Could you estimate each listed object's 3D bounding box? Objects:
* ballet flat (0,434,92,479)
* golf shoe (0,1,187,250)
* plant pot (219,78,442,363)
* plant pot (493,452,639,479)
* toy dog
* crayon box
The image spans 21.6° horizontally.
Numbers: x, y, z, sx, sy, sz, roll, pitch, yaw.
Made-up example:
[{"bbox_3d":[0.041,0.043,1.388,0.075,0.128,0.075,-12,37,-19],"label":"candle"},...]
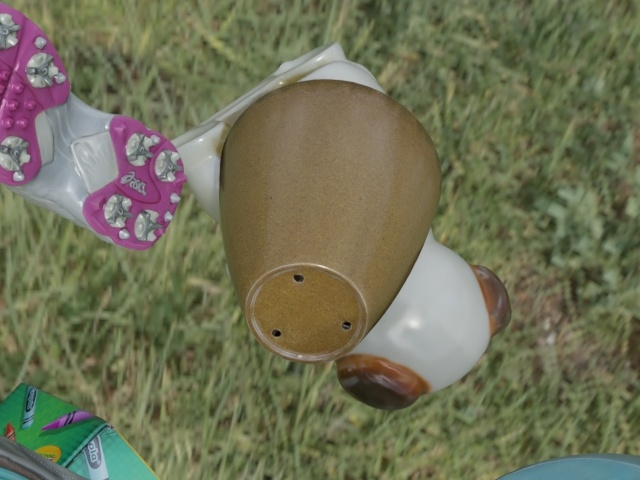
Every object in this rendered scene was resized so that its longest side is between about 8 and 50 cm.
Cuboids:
[{"bbox_3d":[-0.147,0.133,0.823,0.072,0.213,0.068,-43,48,6],"label":"ballet flat"},{"bbox_3d":[-0.236,-0.089,1.266,0.140,0.306,0.115,14,70,40],"label":"golf shoe"},{"bbox_3d":[0.000,0.000,1.674,0.237,0.237,0.254,12,32,-2],"label":"plant pot"},{"bbox_3d":[0.161,0.251,0.892,0.293,0.235,0.293,-14,50,17],"label":"plant pot"},{"bbox_3d":[0.051,-0.010,1.951,0.284,0.395,0.408,-39,104,-32],"label":"toy dog"},{"bbox_3d":[-0.167,0.257,1.453,0.081,0.165,0.278,-47,120,-20],"label":"crayon box"}]
